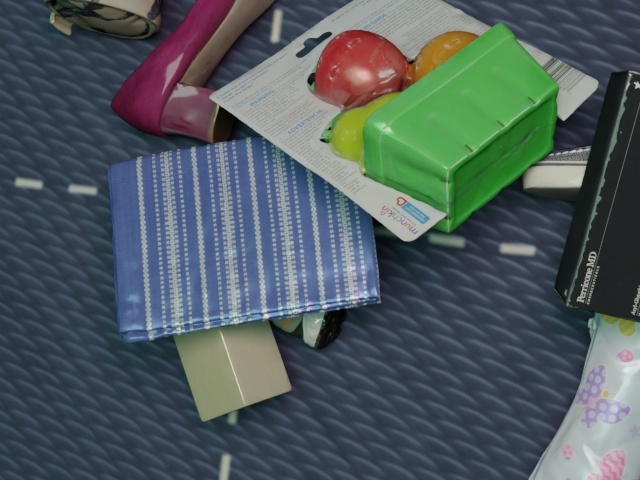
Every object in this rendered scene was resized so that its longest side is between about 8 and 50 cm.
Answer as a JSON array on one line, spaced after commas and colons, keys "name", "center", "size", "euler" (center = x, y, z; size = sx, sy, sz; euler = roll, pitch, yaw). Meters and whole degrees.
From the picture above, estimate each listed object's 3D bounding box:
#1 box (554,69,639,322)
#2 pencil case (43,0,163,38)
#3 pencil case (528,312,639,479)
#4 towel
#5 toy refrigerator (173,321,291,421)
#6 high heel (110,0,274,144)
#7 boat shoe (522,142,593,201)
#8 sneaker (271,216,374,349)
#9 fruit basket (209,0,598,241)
[{"name": "box", "center": [0.384, -0.040, 1.176], "size": [0.184, 0.103, 0.261], "euler": [13, 99, 0]}, {"name": "pencil case", "center": [-0.268, -0.482, 1.458], "size": [0.183, 0.160, 0.411], "euler": [12, 90, 41]}, {"name": "pencil case", "center": [0.349, 0.211, 1.280], "size": [0.124, 0.113, 0.273], "euler": [19, 94, -7]}, {"name": "towel", "center": [-0.101, -0.010, 1.333], "size": [0.335, 0.040, 0.243], "euler": [-9, 74, 6]}, {"name": "toy refrigerator", "center": [-0.138, 0.091, 1.415], "size": [0.102, 0.094, 0.270], "euler": [-28, 79, 44]}, {"name": "high heel", "center": [-0.166, -0.322, 1.445], "size": [0.181, 0.127, 0.377], "euler": [18, 88, 20]}, {"name": "boat shoe", "center": [0.415, -0.132, 1.286], "size": [0.340, 0.127, 0.158], "euler": [-1, 84, 6]}, {"name": "sneaker", "center": [0.000, 0.000, 1.395], "size": [0.108, 0.100, 0.272], "euler": [19, 92, 20]}, {"name": "fruit basket", "center": [0.096, -0.170, 1.289], "size": [0.327, 0.165, 0.353], "euler": [-38, 49, -23]}]
